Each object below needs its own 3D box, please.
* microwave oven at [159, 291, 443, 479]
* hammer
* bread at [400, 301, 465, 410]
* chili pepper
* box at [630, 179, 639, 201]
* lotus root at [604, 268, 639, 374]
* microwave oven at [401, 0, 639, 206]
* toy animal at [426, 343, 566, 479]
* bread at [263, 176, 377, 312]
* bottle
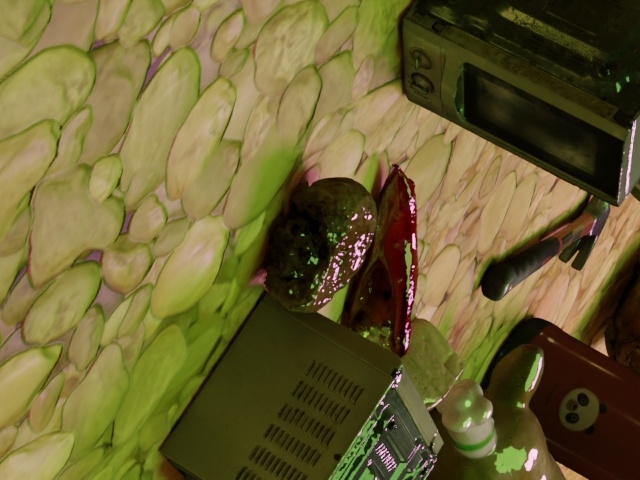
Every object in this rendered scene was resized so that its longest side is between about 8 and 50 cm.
[{"bbox_3d":[-0.009,0.179,1.563,0.194,0.145,0.240,-59,160,-13],"label":"microwave oven"},{"bbox_3d":[0.254,0.007,2.098,0.287,0.033,0.111,-27,140,-55],"label":"hammer"},{"bbox_3d":[0.053,0.124,1.801,0.077,0.105,0.152,-42,-176,-41],"label":"bread"},{"bbox_3d":[0.057,0.036,1.657,0.050,0.059,0.268,-51,153,-49],"label":"chili pepper"},{"bbox_3d":[0.401,-0.155,2.142,0.134,0.097,0.345,-48,157,-10],"label":"box"},{"bbox_3d":[0.514,0.088,2.592,0.397,0.179,0.196,-39,148,-46],"label":"lotus root"},{"bbox_3d":[0.187,-0.152,1.495,0.163,0.205,0.129,-53,158,-22],"label":"microwave oven"},{"bbox_3d":[0.169,0.238,2.044,0.181,0.180,0.363,-54,137,-36],"label":"toy animal"},{"bbox_3d":[0.000,0.000,1.464,0.082,0.060,0.113,-9,127,-64],"label":"bread"},{"bbox_3d":[0.353,0.227,2.182,0.144,0.336,0.144,-47,155,-30],"label":"bottle"}]
